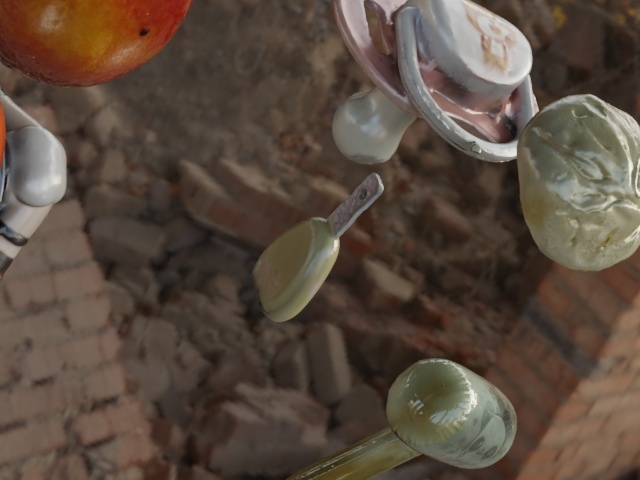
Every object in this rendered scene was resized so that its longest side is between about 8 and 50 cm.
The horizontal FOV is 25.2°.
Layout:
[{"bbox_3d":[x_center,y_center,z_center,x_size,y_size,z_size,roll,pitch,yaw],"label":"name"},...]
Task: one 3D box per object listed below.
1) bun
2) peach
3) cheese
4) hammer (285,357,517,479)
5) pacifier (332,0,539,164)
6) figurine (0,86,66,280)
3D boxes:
[{"bbox_3d":[0.279,-0.061,1.447,0.183,0.183,0.102,-4,-3,-45],"label":"bun"},{"bbox_3d":[-0.376,-0.421,2.245,0.388,0.388,0.388,21,28,-12],"label":"peach"},{"bbox_3d":[0.000,0.000,1.512,0.037,0.192,0.097,25,32,-34],"label":"cheese"},{"bbox_3d":[0.070,0.247,1.677,0.202,0.305,0.113,35,30,-56],"label":"hammer"},{"bbox_3d":[0.132,-0.201,1.743,0.332,0.220,0.273,21,-11,-35],"label":"pacifier"},{"bbox_3d":[-0.404,-0.099,1.480,0.323,0.196,0.320,28,53,-65],"label":"figurine"}]
